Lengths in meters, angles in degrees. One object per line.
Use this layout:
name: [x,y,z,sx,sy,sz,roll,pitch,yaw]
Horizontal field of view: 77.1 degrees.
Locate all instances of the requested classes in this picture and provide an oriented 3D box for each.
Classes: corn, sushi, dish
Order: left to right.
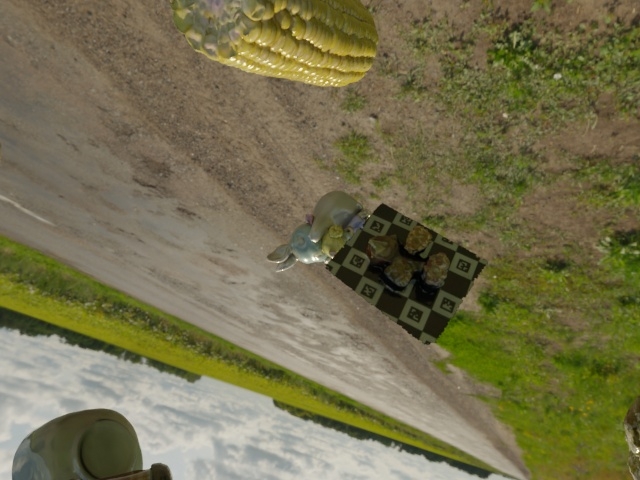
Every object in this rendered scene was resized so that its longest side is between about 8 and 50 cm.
dish: [-0.475,0.460,0.830,0.117,0.256,0.256,-38,131,16]
corn: [-0.022,-0.191,0.357,0.093,0.094,0.244,6,-163,27]
sushi: [0.141,0.032,0.645,0.210,0.193,0.040,34,153,18]

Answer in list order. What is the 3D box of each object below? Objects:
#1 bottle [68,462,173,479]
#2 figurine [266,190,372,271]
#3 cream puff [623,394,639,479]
bottle: [-0.325,0.384,0.498,0.270,0.143,0.156,-2,-173,-21]
figurine: [0.000,0.000,0.941,0.155,0.235,0.127,34,162,30]
cream puff: [0.579,0.297,0.582,0.243,0.196,0.244,15,136,15]
